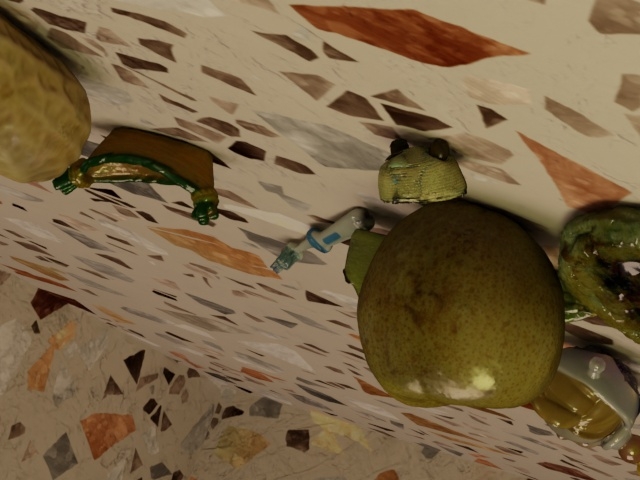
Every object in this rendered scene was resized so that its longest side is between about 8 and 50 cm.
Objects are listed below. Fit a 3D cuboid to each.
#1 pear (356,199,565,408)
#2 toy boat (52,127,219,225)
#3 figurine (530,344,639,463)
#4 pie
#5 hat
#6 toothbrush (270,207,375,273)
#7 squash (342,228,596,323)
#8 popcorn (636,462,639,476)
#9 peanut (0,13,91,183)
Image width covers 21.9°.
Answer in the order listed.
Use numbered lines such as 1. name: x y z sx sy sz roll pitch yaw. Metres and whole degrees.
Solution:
1. pear: 0.145 0.066 1.683 0.228 0.211 0.188 -3 173 38
2. toy boat: -0.206 -0.075 1.907 0.229 0.088 0.089 13 168 30
3. figurine: 0.371 0.213 2.181 0.274 0.133 0.194 24 -167 -48
4. pie: 0.363 0.052 1.555 0.323 0.070 0.323 21 168 5
5. hat: 0.091 -0.063 1.516 0.076 0.059 0.077 -11 -169 -20
6. toothbrush: 0.003 -0.003 2.043 0.040 0.040 0.386 23 165 -13
7. squash: 0.169 0.073 1.850 0.287 0.137 0.137 9 168 6
8. popcorn: 0.530 0.326 2.361 0.180 0.170 0.180 10 128 13
9. peanut: -0.351 -0.164 1.629 0.325 0.140 0.153 34 179 -44
